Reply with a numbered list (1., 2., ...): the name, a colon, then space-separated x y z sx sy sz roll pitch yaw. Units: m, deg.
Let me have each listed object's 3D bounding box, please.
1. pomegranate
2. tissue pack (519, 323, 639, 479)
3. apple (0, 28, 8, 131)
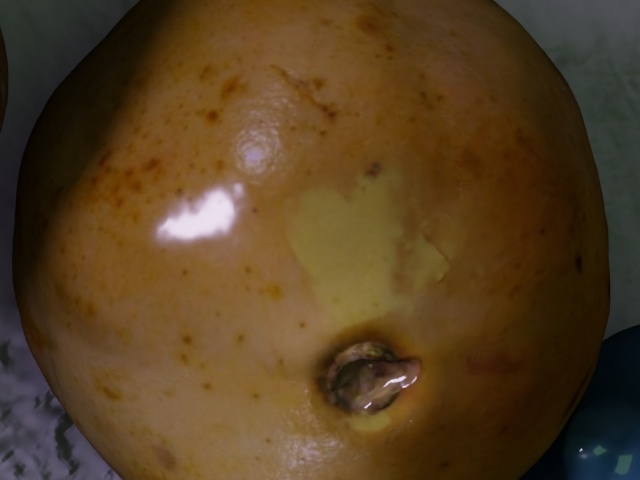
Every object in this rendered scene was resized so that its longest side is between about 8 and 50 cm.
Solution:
1. pomegranate: -0.001 0.002 0.653 0.233 0.233 0.233 -1 93 -26
2. tissue pack: 0.150 0.183 0.715 0.206 0.198 0.287 13 98 -64
3. apple: -0.202 -0.075 0.562 0.188 0.211 0.211 -17 101 2
